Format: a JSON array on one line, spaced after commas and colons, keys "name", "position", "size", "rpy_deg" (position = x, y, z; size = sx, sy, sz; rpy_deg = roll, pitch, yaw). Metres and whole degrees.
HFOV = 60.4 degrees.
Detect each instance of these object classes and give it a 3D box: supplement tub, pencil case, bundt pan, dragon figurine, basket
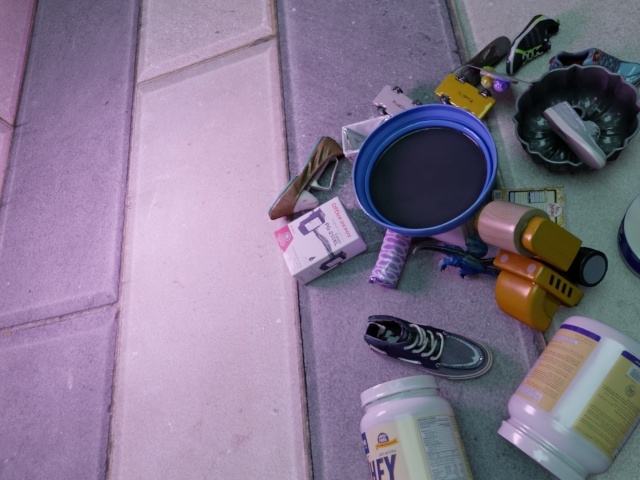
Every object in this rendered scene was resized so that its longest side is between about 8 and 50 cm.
[{"name": "supplement tub", "position": [0.228, 0.512, 1.320], "size": [0.235, 0.235, 0.325], "rpy_deg": [-20, 62, 13]}, {"name": "pencil case", "position": [0.209, 0.043, 1.623], "size": [0.088, 0.086, 0.206], "rpy_deg": [5, 67, 48]}, {"name": "supplement tub", "position": [0.581, 0.364, 1.242], "size": [0.241, 0.241, 0.331], "rpy_deg": [35, 84, 30]}, {"name": "bundt pan", "position": [0.719, -0.327, 1.556], "size": [0.331, 0.124, 0.331], "rpy_deg": [-9, 65, 19]}, {"name": "dragon figurine", "position": [0.396, 0.045, 1.478], "size": [0.144, 0.289, 0.085], "rpy_deg": [-18, 51, 57]}, {"name": "basket", "position": [0.164, -0.317, 1.781], "size": [0.167, 0.103, 0.113], "rpy_deg": [-11, 64, 16]}]

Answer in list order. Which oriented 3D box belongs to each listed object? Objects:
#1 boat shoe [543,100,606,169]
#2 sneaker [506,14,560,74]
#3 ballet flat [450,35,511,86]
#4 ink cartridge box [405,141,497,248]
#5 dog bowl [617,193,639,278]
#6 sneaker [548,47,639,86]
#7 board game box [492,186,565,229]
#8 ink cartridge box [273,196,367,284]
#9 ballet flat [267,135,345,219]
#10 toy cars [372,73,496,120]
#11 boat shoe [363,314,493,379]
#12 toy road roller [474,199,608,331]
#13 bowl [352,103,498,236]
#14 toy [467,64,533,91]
[{"name": "boat shoe", "position": [0.681, -0.284, 1.436], "size": [0.081, 0.079, 0.227], "rpy_deg": [-34, 57, 10]}, {"name": "sneaker", "position": [0.670, -0.615, 1.723], "size": [0.097, 0.084, 0.234], "rpy_deg": [31, 82, 28]}, {"name": "ballet flat", "position": [0.508, -0.566, 1.786], "size": [0.250, 0.058, 0.084], "rpy_deg": [-42, 98, 5]}, {"name": "ink cartridge box", "position": [0.378, -0.127, 1.575], "size": [0.168, 0.171, 0.232], "rpy_deg": [20, 77, 28]}, {"name": "dog bowl", "position": [0.890, -0.012, 1.363], "size": [0.265, 0.104, 0.265], "rpy_deg": [-8, 65, 18]}, {"name": "sneaker", "position": [0.799, -0.496, 1.597], "size": [0.262, 0.125, 0.104], "rpy_deg": [10, 72, 25]}, {"name": "board game box", "position": [0.582, -0.074, 1.545], "size": [0.193, 0.045, 0.147], "rpy_deg": [0, 68, 21]}, {"name": "ink cartridge box", "position": [0.000, 0.000, 1.708], "size": [0.237, 0.100, 0.172], "rpy_deg": [-30, 61, 7]}, {"name": "ballet flat", "position": [-0.031, -0.186, 1.813], "size": [0.124, 0.116, 0.342], "rpy_deg": [34, 78, 10]}, {"name": "toy cars", "position": [0.363, -0.430, 1.766], "size": [0.394, 0.087, 0.176], "rpy_deg": [-2, 74, 25]}, {"name": "boat shoe", "position": [0.272, 0.279, 1.447], "size": [0.340, 0.158, 0.127], "rpy_deg": [5, 70, 23]}, {"name": "toy road roller", "position": [0.512, 0.072, 1.355], "size": [0.240, 0.329, 0.202], "rpy_deg": [-60, 26, 0]}, {"name": "bowl", "position": [0.282, -0.188, 1.497], "size": [0.391, 0.077, 0.391], "rpy_deg": [-10, 63, 20]}, {"name": "toy", "position": [0.529, -0.481, 1.658], "size": [0.137, 0.056, 0.237], "rpy_deg": [12, 26, -5]}]
